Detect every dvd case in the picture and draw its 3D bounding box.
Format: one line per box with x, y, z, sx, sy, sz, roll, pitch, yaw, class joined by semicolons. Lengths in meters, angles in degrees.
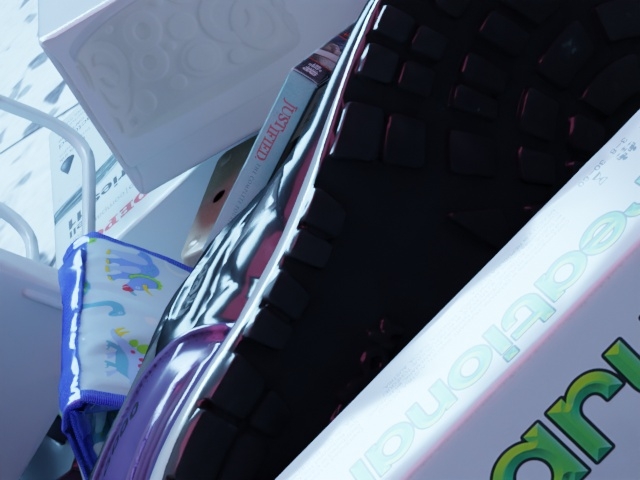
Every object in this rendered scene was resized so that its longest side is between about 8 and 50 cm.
0.008;-0.048;0.667;0.119;0.013;0.087;-44;-13;-49;dvd case

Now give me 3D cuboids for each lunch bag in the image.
-0.051;0.076;0.791;0.096;0.151;0.129;-39;27;15;lunch bag

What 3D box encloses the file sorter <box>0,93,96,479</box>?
-0.250;0.054;0.969;0.278;0.193;0.173;-57;23;29;file sorter

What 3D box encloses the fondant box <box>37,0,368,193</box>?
-0.024;-0.176;0.996;0.238;0.096;0.330;-30;26;5;fondant box

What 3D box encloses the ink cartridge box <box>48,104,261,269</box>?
-0.070;-0.039;1.063;0.153;0.087;0.208;-42;27;12;ink cartridge box

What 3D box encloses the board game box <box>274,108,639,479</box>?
0.050;0.133;0.504;0.305;0.193;0.053;-46;25;2;board game box

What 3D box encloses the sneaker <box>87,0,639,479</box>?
0.010;-0.006;0.595;0.283;0.107;0.124;-56;21;-19;sneaker

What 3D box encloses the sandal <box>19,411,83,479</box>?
-0.139;0.122;0.971;0.254;0.054;0.097;1;53;58;sandal

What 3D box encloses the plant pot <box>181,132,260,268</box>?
0.000;0.000;0.887;0.109;0.096;0.109;-25;32;38;plant pot
